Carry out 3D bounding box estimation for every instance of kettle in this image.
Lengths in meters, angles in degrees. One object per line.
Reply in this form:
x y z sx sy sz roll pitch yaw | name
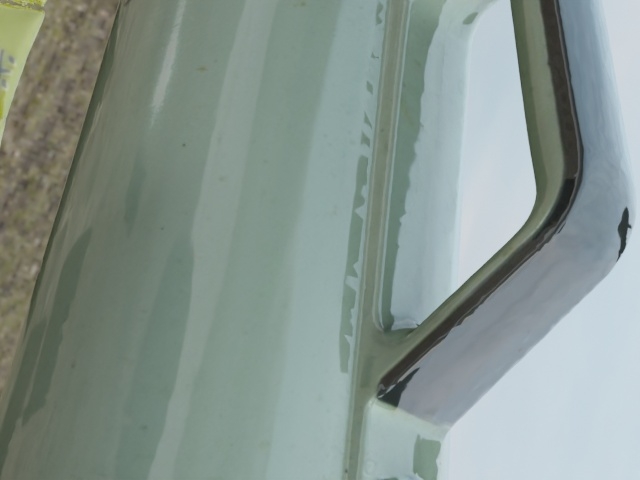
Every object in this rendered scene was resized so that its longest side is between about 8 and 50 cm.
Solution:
0.000 0.000 0.658 0.361 0.250 0.376 -16 -123 44 | kettle

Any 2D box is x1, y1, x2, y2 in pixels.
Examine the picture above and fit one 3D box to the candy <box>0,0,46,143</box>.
-0.347 -0.109 1.027 0.081 0.187 0.297 42 -61 59 | candy
